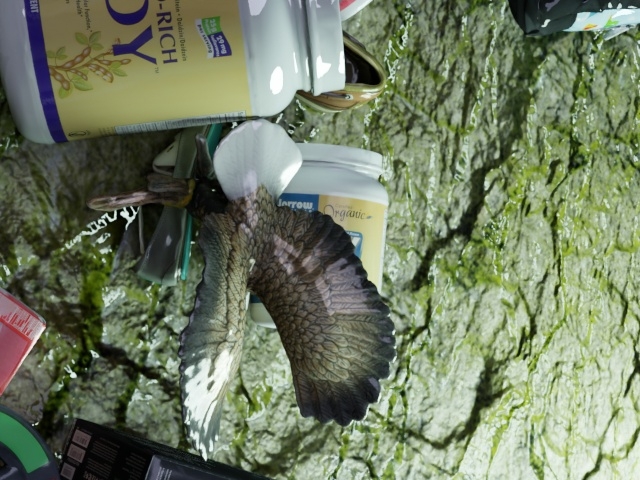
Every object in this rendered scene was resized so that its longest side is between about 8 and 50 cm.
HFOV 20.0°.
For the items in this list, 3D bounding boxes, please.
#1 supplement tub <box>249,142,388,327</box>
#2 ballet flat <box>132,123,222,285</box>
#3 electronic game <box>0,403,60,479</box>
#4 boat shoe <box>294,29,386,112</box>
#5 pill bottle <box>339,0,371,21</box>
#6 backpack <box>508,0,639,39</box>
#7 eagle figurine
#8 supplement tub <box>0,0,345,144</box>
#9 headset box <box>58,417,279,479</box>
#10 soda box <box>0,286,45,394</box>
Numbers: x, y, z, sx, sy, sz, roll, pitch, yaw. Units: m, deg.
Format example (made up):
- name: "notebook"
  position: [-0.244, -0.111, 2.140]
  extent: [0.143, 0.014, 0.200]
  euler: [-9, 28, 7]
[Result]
- name: "supplement tub"
  position: [0.000, 0.000, 2.000]
  extent: [0.144, 0.144, 0.199]
  euler: [7, 85, -27]
- name: "ballet flat"
  position: [-0.159, -0.058, 1.967]
  extent: [0.068, 0.072, 0.213]
  euler: [12, 79, 4]
- name: "electronic game"
  position: [-0.357, 0.264, 1.759]
  extent: [0.229, 0.048, 0.229]
  euler: [-1, 92, -32]
- name: "boat shoe"
  position: [-0.064, -0.235, 1.998]
  extent: [0.307, 0.104, 0.110]
  euler: [19, 81, -25]
- name: "pill bottle"
  position: [-0.009, -0.341, 2.028]
  extent: [0.180, 0.108, 0.108]
  euler: [48, 69, -18]
- name: "backpack"
  position: [0.387, -0.391, 2.179]
  extent: [0.355, 0.273, 0.290]
  euler: [-8, 90, -6]
- name: "eagle figurine"
  position: [-0.070, 0.049, 1.850]
  extent: [0.226, 0.225, 0.298]
  euler: [-30, 62, 8]
- name: "supplement tub"
  position: [-0.152, -0.231, 1.819]
  extent: [0.331, 0.241, 0.241]
  euler: [-8, 92, -1]
- name: "headset box"
  position: [-0.111, 0.298, 1.872]
  extent: [0.283, 0.246, 0.131]
  euler: [21, 85, -26]
- name: "soda box"
  position: [-0.389, 0.165, 1.820]
  extent: [0.083, 0.092, 0.263]
  euler: [40, 72, -24]
